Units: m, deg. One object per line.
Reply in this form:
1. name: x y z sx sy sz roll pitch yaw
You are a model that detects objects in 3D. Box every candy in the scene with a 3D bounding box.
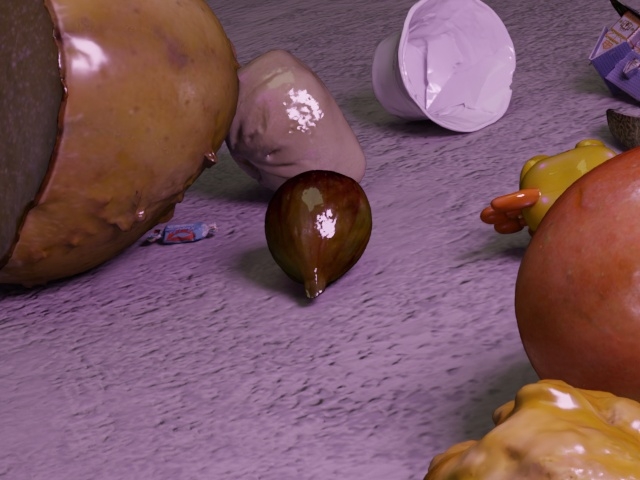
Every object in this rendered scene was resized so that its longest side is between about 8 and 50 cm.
1. candy: -0.155 -0.009 1.732 0.083 0.020 0.030 -7 22 5

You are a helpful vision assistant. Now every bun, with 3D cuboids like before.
1. bun: -0.041 -0.121 1.794 0.128 0.193 0.178 -38 5 -11

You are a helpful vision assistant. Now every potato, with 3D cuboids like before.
1. potato: -0.265 -0.147 1.706 0.319 0.385 0.442 -3 12 -36

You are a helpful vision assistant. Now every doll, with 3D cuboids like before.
1. doll: 0.267 -0.031 1.482 0.220 0.135 0.143 -8 -13 21

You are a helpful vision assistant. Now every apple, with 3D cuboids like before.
1. apple: 0.261 0.036 1.115 0.253 0.254 0.253 -9 20 3

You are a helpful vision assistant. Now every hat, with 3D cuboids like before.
1. hat: 0.143 -0.224 1.995 0.203 0.203 0.126 -26 11 -38

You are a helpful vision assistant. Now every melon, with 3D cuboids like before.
1. melon: 0.386 -0.129 1.768 0.098 0.054 0.182 -17 21 -36

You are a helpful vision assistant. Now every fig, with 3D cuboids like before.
1. fig: 0.000 0.000 1.537 0.109 0.103 0.155 -9 47 3

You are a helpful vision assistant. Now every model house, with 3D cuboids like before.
1. model house: 0.409 -0.225 1.963 0.088 0.117 0.167 -46 50 0

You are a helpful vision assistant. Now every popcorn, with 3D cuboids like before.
1. popcorn: 0.149 0.171 0.867 0.191 0.190 0.253 -27 29 -24
